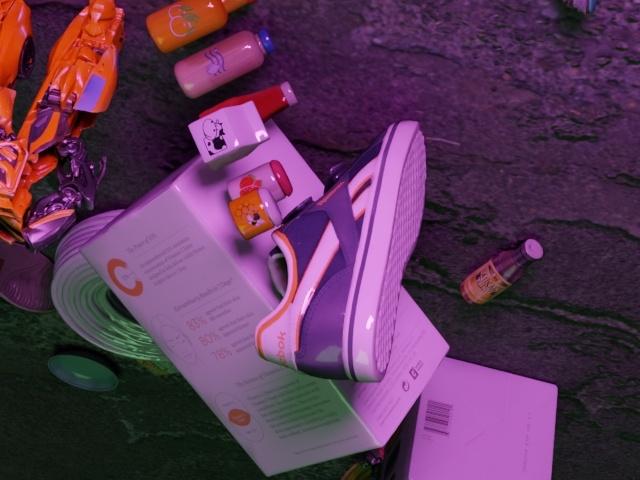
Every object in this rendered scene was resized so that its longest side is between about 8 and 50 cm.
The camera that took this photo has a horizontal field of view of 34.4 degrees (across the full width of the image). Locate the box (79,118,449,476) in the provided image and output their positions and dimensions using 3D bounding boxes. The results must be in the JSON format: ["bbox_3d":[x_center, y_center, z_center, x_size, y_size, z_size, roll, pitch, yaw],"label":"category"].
[{"bbox_3d":[-0.062,0.066,1.150,0.215,0.168,0.345,-27,105,47],"label":"box"}]

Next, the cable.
[{"bbox_3d":[-0.231,0.063,1.379,0.257,0.089,0.257,13,142,1],"label":"cable"}]

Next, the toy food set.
[{"bbox_3d":[-0.067,-0.122,0.980,0.104,0.232,0.111,-25,169,4],"label":"toy food set"}]

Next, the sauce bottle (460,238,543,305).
[{"bbox_3d":[0.217,0.037,1.242,0.042,0.042,0.128,24,143,-15],"label":"sauce bottle"}]

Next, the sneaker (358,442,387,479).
[{"bbox_3d":[0.191,0.390,1.702,0.276,0.135,0.097,35,160,2],"label":"sneaker"}]

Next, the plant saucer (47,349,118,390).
[{"bbox_3d":[-0.389,0.211,1.710,0.119,0.021,0.119,9,145,6],"label":"plant saucer"}]

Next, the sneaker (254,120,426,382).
[{"bbox_3d":[0.024,-0.006,1.004,0.127,0.321,0.126,2,132,17],"label":"sneaker"}]

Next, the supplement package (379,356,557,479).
[{"bbox_3d":[0.206,0.331,1.523,0.198,0.199,0.263,14,146,-1],"label":"supplement package"}]

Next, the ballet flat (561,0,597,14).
[{"bbox_3d":[0.216,-0.237,0.858,0.041,0.041,0.114,7,144,9],"label":"ballet flat"}]

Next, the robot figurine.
[{"bbox_3d":[-0.294,-0.120,0.968,0.211,0.291,0.085,12,146,1],"label":"robot figurine"}]

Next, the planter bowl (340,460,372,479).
[{"bbox_3d":[0.116,0.455,1.788,0.217,0.217,0.090,20,-178,-10],"label":"planter bowl"}]

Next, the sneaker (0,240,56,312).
[{"bbox_3d":[-0.472,0.036,1.458,0.222,0.083,0.118,31,161,-35],"label":"sneaker"}]

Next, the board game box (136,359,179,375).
[{"bbox_3d":[-0.255,0.153,1.578,0.103,0.026,0.154,-11,139,31],"label":"board game box"}]
